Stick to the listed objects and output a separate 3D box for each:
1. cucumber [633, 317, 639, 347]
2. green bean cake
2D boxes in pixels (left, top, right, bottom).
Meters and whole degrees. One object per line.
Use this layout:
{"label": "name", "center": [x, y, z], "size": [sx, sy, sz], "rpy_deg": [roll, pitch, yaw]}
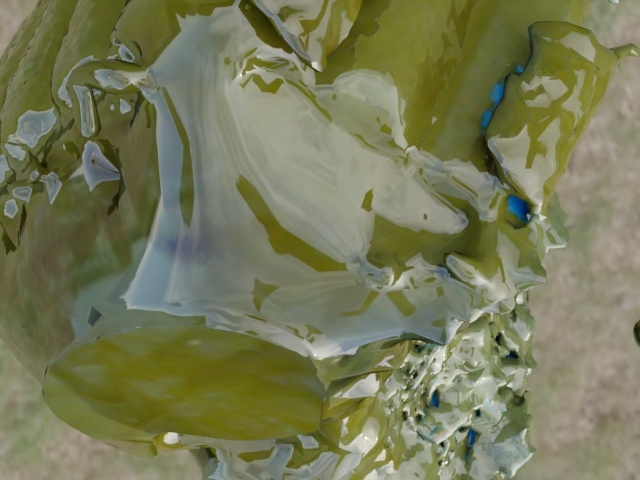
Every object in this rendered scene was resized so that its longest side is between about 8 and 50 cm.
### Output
{"label": "cucumber", "center": [0.260, 0.055, 0.833], "size": [0.250, 0.056, 0.056], "rpy_deg": [14, 131, -11]}
{"label": "green bean cake", "center": [0.000, 0.000, 0.744], "size": [0.285, 0.202, 0.310], "rpy_deg": [34, 150, -14]}
